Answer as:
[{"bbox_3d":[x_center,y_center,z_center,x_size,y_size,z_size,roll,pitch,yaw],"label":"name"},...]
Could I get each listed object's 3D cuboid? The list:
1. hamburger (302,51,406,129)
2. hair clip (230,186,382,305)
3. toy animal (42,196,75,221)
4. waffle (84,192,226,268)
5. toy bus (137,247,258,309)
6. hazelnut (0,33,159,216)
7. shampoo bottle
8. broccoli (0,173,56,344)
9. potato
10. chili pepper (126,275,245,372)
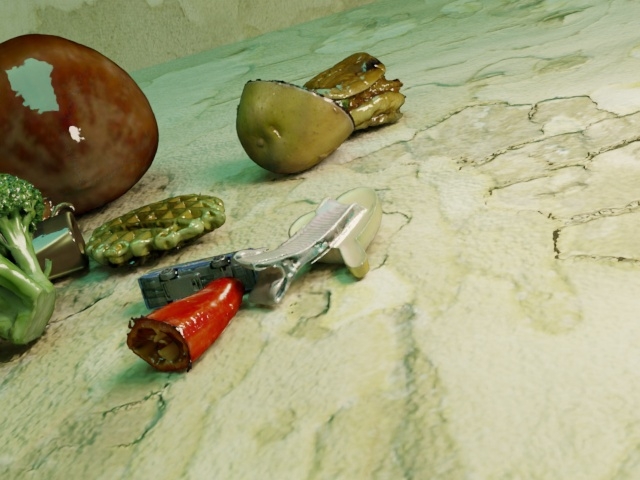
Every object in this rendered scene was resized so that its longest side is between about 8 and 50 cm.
[{"bbox_3d":[0.035,-0.253,1.691,0.206,0.130,0.183,-17,11,-21],"label":"hamburger"},{"bbox_3d":[0.003,0.002,1.153,0.159,0.071,0.218,12,38,43],"label":"hair clip"},{"bbox_3d":[-0.500,0.003,1.541,0.241,0.099,0.057,-20,5,-21],"label":"toy animal"},{"bbox_3d":[-0.242,-0.018,1.426,0.214,0.054,0.208,-21,20,-11],"label":"waffle"},{"bbox_3d":[-0.145,0.046,1.189,0.153,0.051,0.061,-13,15,13],"label":"toy bus"},{"bbox_3d":[-0.471,-0.189,1.718,0.365,0.366,0.366,-15,20,6],"label":"hazelnut"},{"bbox_3d":[-0.517,0.059,1.417,0.350,0.084,0.125,-21,22,-6],"label":"shampoo bottle"},{"bbox_3d":[-0.442,0.040,1.226,0.241,0.269,0.261,25,10,13],"label":"broccoli"},{"bbox_3d":[-0.053,-0.165,1.561,0.202,0.182,0.117,17,69,23],"label":"potato"},{"bbox_3d":[-0.132,0.081,1.081,0.088,0.065,0.169,12,27,25],"label":"chili pepper"}]
